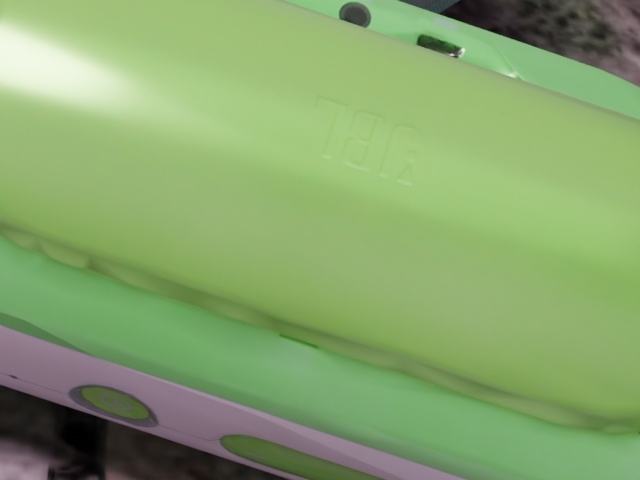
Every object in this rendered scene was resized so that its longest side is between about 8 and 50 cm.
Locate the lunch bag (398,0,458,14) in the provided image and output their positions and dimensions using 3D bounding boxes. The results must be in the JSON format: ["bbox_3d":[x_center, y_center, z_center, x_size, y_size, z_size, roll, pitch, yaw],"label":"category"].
[{"bbox_3d":[-0.011,-0.231,0.541,0.160,0.223,0.262,-25,64,0],"label":"lunch bag"}]

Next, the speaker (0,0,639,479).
[{"bbox_3d":[0.000,0.000,0.424,0.297,0.131,0.131,18,43,-1],"label":"speaker"}]
